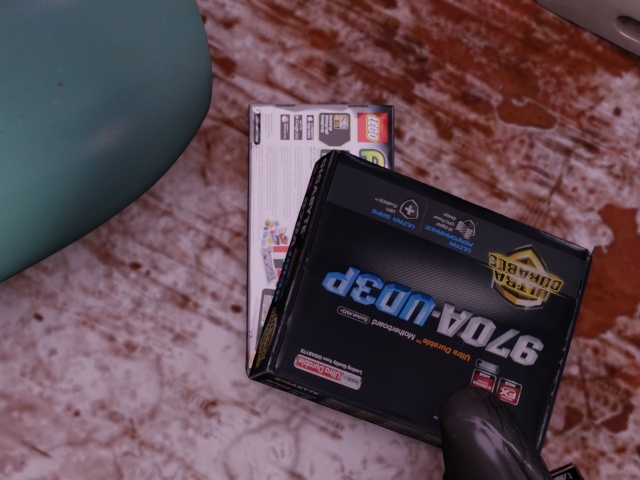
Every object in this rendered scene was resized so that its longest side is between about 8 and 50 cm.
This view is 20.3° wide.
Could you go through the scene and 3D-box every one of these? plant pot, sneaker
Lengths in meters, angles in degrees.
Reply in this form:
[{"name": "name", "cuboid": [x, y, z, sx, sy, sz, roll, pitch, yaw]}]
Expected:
[{"name": "plant pot", "cuboid": [-0.219, -0.126, 1.261, 0.235, 0.293, 0.293, -25, 81, -22]}, {"name": "sneaker", "cuboid": [0.113, 0.230, 1.226, 0.130, 0.109, 0.286, -18, 118, -3]}]

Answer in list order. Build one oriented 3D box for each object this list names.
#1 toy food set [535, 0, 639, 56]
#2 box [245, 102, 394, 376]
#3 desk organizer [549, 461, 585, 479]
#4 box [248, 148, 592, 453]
[{"name": "toy food set", "cuboid": [0.338, -0.269, 1.409, 0.219, 0.092, 0.306, 30, 78, 15]}, {"name": "box", "cuboid": [0.000, 0.000, 1.360, 0.114, 0.036, 0.207, 1, 79, -2]}, {"name": "desk organizer", "cuboid": [0.140, 0.208, 1.319, 0.130, 0.050, 0.047, -21, 81, -6]}, {"name": "box", "cuboid": [0.076, 0.053, 1.313, 0.220, 0.051, 0.175, 22, 74, -15]}]
